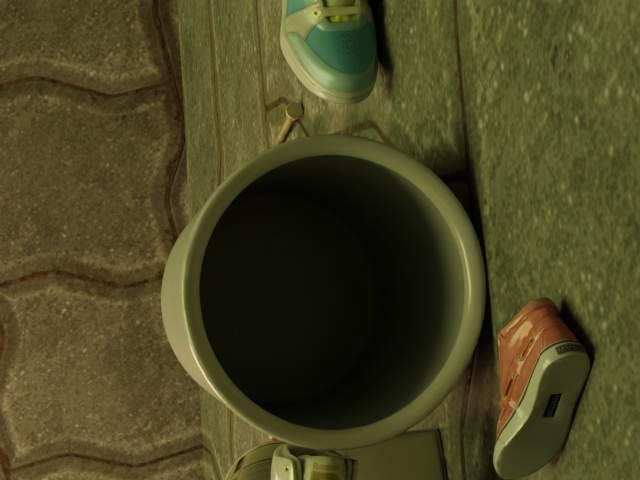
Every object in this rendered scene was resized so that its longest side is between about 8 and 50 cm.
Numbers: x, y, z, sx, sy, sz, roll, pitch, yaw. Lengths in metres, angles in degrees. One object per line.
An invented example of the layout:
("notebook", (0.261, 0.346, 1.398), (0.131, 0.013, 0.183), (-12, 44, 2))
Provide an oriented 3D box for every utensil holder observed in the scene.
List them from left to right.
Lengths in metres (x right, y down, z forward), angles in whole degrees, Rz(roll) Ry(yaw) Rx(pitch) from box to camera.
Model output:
("utensil holder", (-0.020, 0.065, 1.465), (0.385, 0.327, 0.327), (160, 105, -78))

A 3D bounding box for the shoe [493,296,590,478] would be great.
("shoe", (0.196, 0.139, 1.164), (0.081, 0.063, 0.178), (-109, 25, -47))

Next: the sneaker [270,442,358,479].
("sneaker", (-0.009, 0.302, 1.237), (0.292, 0.108, 0.169), (-133, 49, -71))

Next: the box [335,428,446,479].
("box", (0.057, 0.324, 1.577), (0.232, 0.148, 0.127), (126, 137, -69))

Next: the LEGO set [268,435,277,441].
("LEGO set", (-0.027, 0.231, 1.949), (0.132, 0.107, 0.287), (-111, 21, -47))

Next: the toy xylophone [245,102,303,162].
("toy xylophone", (-0.073, -0.085, 2.074), (0.322, 0.081, 0.236), (124, 139, -67))

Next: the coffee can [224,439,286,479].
("coffee can", (-0.061, 0.421, 1.829), (0.275, 0.201, 0.201), (-68, -26, -86))

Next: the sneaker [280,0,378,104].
("sneaker", (0.014, -0.346, 1.567), (0.208, 0.127, 0.319), (108, 152, -59))
